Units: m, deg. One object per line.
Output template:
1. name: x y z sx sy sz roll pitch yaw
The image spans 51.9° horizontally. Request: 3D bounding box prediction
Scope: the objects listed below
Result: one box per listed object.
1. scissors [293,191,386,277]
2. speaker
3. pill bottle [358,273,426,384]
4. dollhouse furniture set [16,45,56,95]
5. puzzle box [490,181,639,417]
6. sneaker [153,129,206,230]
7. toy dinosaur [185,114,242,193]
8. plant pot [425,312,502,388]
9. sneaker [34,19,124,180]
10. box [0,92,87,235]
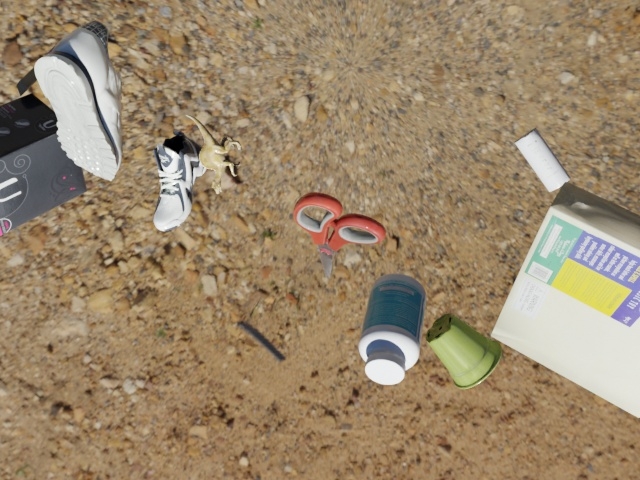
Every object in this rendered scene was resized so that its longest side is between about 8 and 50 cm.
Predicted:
1. scissors: 0.000 0.000 0.853 0.108 0.297 0.021 21 74 -8
2. speaker: 0.485 -0.174 1.434 0.055 0.055 0.136 -36 90 11
3. pill bottle: 0.174 0.216 1.594 0.146 0.264 0.146 8 132 9
4. dollhouse furniture set: -0.527 -0.294 1.268 0.081 0.114 0.091 44 142 -23
5. puzzle box: 0.415 0.107 0.950 0.272 0.409 0.052 30 64 18
6. sneaker: -0.353 -0.152 1.539 0.094 0.153 0.235 16 69 27
7. toy dinosaur: -0.223 -0.197 1.424 0.092 0.053 0.183 -20 98 -25
8. plant pot: 0.186 0.141 0.883 0.083 0.083 0.079 -43 102 12
9. sneaker: -0.292 -0.172 0.864 0.090 0.095 0.235 20 147 3
10. box: -0.587 -0.122 1.190 0.143 0.270 0.165 36 143 24
